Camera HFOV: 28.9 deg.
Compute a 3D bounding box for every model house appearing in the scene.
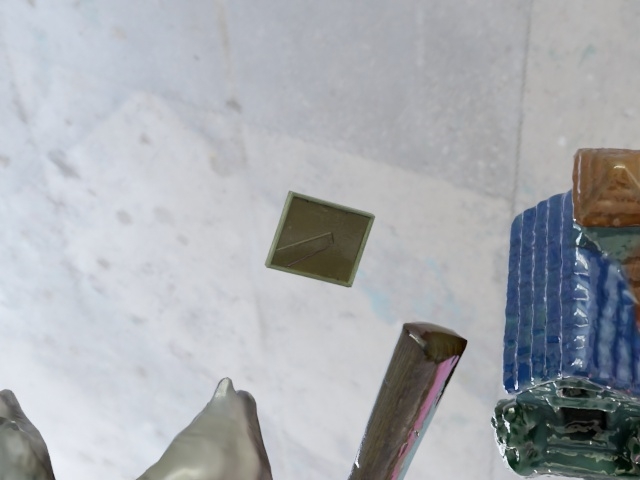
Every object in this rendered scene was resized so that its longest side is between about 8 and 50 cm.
[{"bbox_3d":[0.305,0.063,1.101,0.295,0.251,0.329,6,155,12],"label":"model house"}]

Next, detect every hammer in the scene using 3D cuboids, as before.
[{"bbox_3d":[0.050,0.232,1.183,0.095,0.242,0.408,55,138,45],"label":"hammer"}]

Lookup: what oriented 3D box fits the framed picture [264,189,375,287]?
[{"bbox_3d":[0.000,0.000,1.010,0.089,0.066,0.007,14,-173,-36],"label":"framed picture"}]

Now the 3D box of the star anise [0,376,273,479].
[{"bbox_3d":[-0.088,0.124,0.310,0.229,0.236,0.093,50,138,1],"label":"star anise"}]
